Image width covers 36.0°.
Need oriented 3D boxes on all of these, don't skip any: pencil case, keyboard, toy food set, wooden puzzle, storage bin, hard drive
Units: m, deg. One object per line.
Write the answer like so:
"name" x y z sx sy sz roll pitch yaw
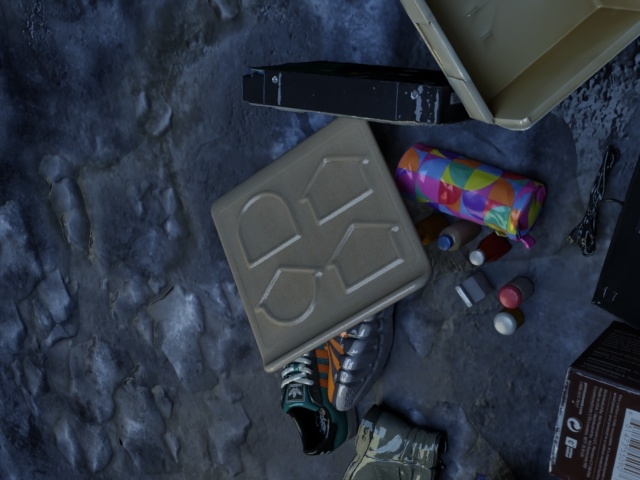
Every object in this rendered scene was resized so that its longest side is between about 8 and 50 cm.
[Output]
"pencil case" 0.232 -0.073 1.534 0.236 0.104 0.105 25 117 27
"keyboard" 0.452 -0.043 1.391 0.201 0.033 0.317 35 117 48
"toy food set" 0.242 0.050 1.558 0.111 0.104 0.232 -39 82 36
"wooden puzzle" 0.000 0.000 1.590 0.322 0.080 0.348 -32 60 21
"storage bin" 0.260 -0.322 1.275 0.262 0.260 0.123 53 173 -27
"hard drive" 0.081 -0.227 1.497 0.338 0.237 0.064 12 107 30

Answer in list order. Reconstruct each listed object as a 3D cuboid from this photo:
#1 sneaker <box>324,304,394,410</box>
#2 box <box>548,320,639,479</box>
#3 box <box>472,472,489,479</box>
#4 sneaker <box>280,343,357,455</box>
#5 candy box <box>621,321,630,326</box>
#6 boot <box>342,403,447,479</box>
"sneaker" 0.032 0.127 1.732 0.180 0.124 0.321 21 105 32
"box" 0.433 0.236 1.338 0.167 0.203 0.169 16 113 29
"box" 0.284 0.589 1.605 0.279 0.177 0.290 38 142 19
"sneaker" -0.020 0.245 1.788 0.108 0.121 0.302 -13 97 36
"candy box" 0.498 0.213 1.458 0.196 0.070 0.165 44 124 15
"boot" 0.131 0.425 1.774 0.161 0.083 0.247 23 118 20
